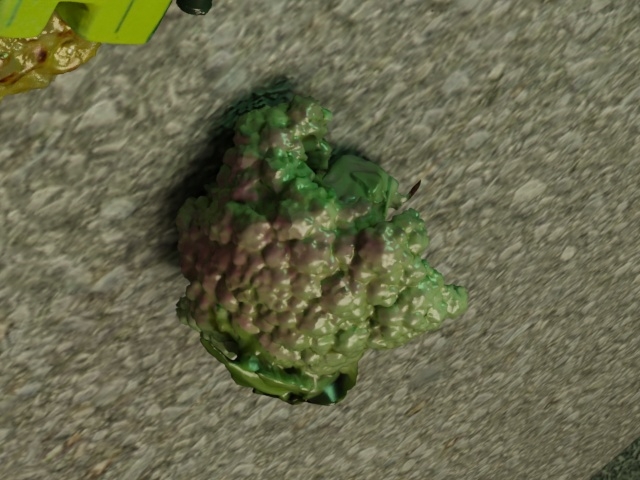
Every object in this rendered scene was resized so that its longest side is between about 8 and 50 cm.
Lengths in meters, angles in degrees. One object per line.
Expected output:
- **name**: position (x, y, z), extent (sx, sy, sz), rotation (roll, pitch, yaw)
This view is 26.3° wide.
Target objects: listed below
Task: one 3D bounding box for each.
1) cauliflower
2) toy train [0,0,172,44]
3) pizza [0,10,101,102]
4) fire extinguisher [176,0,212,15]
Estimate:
- **cauliflower**: position (0.000, 0.000, 1.165), extent (0.256, 0.239, 0.315), rotation (-44, -175, 40)
- **toy train**: position (-0.105, -0.279, 0.653), extent (0.272, 0.179, 0.442), rotation (-6, 139, -49)
- **pizza**: position (-0.192, -0.132, 0.899), extent (0.160, 0.035, 0.099), rotation (-21, 147, -23)
- **fire extinguisher**: position (-0.077, -0.196, 0.938), extent (0.038, 0.025, 0.083), rotation (-60, 174, -46)
